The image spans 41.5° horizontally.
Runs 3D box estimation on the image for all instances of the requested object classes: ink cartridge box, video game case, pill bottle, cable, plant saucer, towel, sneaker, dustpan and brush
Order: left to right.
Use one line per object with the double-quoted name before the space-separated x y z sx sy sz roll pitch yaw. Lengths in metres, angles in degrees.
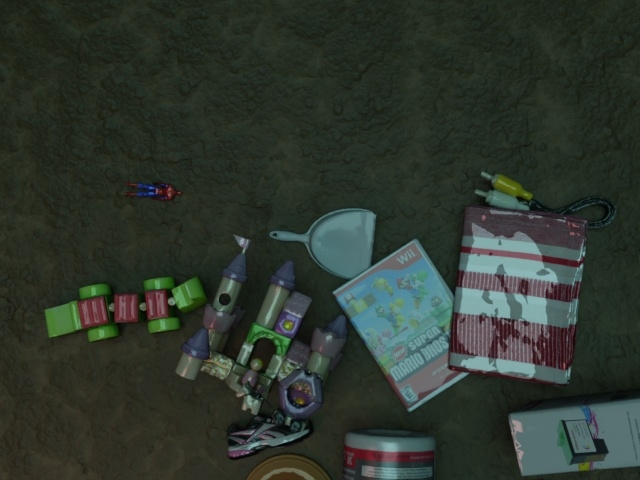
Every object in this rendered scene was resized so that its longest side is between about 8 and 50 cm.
"sneaker" -0.105 0.377 1.677 0.178 0.072 0.077 -13 72 -3
"plant saucer" -0.064 0.525 1.670 0.200 0.037 0.200 0 83 3
"dustpan and brush" 0.000 0.000 1.726 0.211 0.060 0.147 6 97 -2
"pill bottle" 0.125 0.522 1.586 0.176 0.176 0.319 2 83 4
"video game case" 0.184 0.169 1.688 0.204 0.025 0.285 -33 88 0
"towel" 0.378 0.104 1.627 0.237 0.037 0.329 7 89 17
"cable" 0.444 -0.048 1.686 0.287 0.072 0.139 10 87 6
"ink cartridge box" 0.505 0.342 1.527 0.278 0.201 0.117 -12 82 24

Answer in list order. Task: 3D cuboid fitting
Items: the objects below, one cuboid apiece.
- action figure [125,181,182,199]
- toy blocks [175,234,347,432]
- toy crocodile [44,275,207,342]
"action figure" -0.348 -0.104 1.773 0.115 0.030 0.038 5 89 0
"toy blocks" -0.087 0.161 1.578 0.288 0.309 0.260 23 91 6
"toy crocodile" -0.393 0.137 1.707 0.340 0.105 0.115 -8 82 4
